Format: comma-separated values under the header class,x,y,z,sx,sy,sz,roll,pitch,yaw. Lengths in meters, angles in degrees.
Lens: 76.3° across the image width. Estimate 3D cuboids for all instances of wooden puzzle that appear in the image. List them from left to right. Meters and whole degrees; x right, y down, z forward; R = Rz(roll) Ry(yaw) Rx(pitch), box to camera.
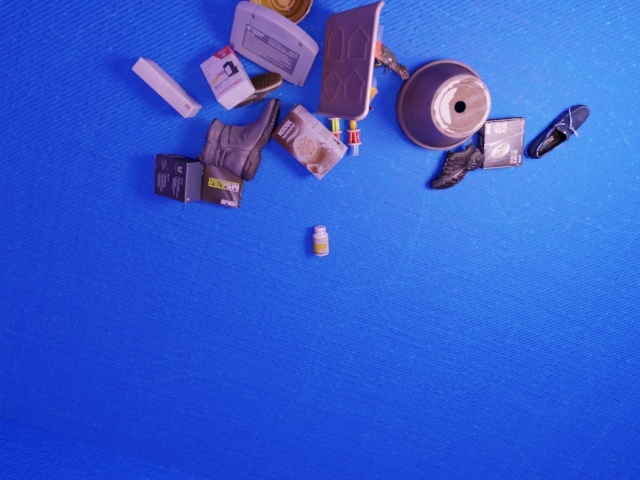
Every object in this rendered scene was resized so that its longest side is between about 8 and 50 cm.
class,x,y,z,sx,sy,sz,roll,pitch,yaw
wooden puzzle,0.103,-0.588,1.369,0.081,0.322,0.347,-1,110,-29

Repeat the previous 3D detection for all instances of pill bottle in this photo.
class,x,y,z,sx,sy,sz,roll,pitch,yaw
pill bottle,0.000,0.000,1.681,0.065,0.065,0.116,-2,109,2

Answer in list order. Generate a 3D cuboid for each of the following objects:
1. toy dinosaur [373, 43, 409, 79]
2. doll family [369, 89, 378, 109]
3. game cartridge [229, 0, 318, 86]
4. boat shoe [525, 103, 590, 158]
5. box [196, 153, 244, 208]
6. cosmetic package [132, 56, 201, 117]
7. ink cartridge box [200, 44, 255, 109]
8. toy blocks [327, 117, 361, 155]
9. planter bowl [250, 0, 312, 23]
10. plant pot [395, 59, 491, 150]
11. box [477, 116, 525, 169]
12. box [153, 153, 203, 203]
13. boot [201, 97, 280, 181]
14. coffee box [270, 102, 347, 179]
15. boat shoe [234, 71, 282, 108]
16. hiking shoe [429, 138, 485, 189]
class,x,y,z,sx,sy,sz,roll,pitch,yaw
toy dinosaur,0.201,-0.661,1.458,0.118,0.064,0.268,-40,100,7
doll family,0.141,-0.549,1.462,0.076,0.111,0.192,-4,67,-24
game cartridge,-0.160,-0.676,1.400,0.297,0.062,0.198,28,146,-9
boat shoe,0.900,-0.392,1.517,0.109,0.089,0.258,38,105,-11
box,-0.402,-0.235,1.619,0.191,0.045,0.184,12,106,-2
cosmetic package,-0.555,-0.553,1.486,0.239,0.099,0.060,43,107,-12
ink cartridge box,-0.329,-0.576,1.444,0.128,0.072,0.175,-31,72,10
toy blocks,0.092,-0.395,1.550,0.123,0.054,0.148,-4,109,2
planter bowl,-0.129,-0.837,1.384,0.217,0.090,0.217,0,110,1
plant pot,0.439,-0.462,1.404,0.324,0.280,0.322,1,108,2
box,0.677,-0.368,1.536,0.148,0.077,0.180,-4,109,3
box,-0.548,-0.242,1.569,0.158,0.093,0.155,18,110,19
boot,-0.299,-0.406,1.509,0.223,0.118,0.338,25,94,-2
coffee box,-0.042,-0.367,1.518,0.247,0.098,0.141,40,127,-11
boat shoe,-0.237,-0.547,1.495,0.224,0.080,0.073,-15,152,12
hiking shoe,0.513,-0.286,1.574,0.227,0.086,0.114,-35,62,30
